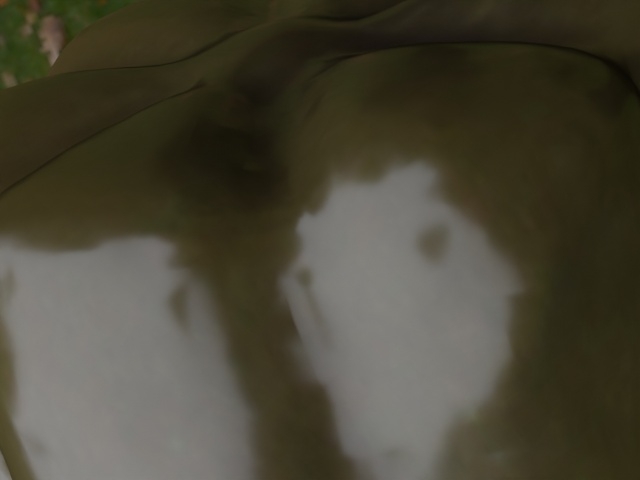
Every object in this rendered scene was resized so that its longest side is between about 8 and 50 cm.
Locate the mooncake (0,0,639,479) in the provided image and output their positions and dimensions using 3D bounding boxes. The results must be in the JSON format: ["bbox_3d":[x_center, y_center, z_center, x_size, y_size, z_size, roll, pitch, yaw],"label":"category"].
[{"bbox_3d":[0.000,0.000,0.863,0.467,0.467,0.262,15,128,47],"label":"mooncake"}]
